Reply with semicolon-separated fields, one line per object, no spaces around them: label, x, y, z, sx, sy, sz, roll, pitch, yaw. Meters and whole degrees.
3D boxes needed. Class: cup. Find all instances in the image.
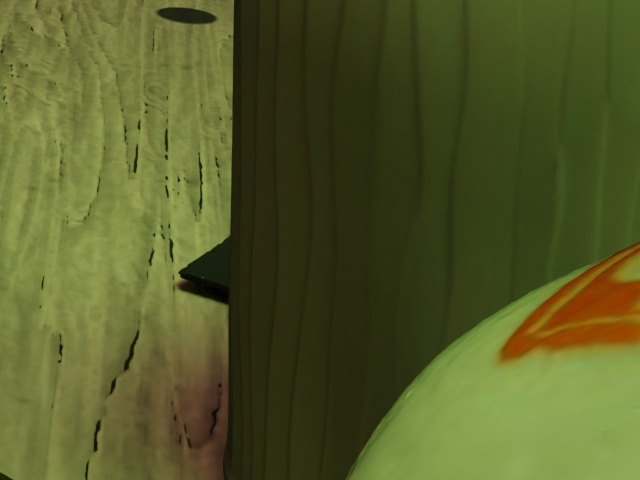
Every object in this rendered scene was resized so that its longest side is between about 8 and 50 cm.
cup;0.081;-0.030;0.760;0.208;0.273;0.288;12;22;29

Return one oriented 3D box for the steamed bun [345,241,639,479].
steamed bun;0.175;0.113;0.479;0.374;0.241;0.374;5;19;-2

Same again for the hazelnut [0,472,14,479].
hazelnut;-0.106;0.138;0.351;0.229;0.229;0.229;7;21;-3

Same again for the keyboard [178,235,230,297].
keyboard;0.000;0.002;1.009;0.074;0.015;0.196;20;24;20
